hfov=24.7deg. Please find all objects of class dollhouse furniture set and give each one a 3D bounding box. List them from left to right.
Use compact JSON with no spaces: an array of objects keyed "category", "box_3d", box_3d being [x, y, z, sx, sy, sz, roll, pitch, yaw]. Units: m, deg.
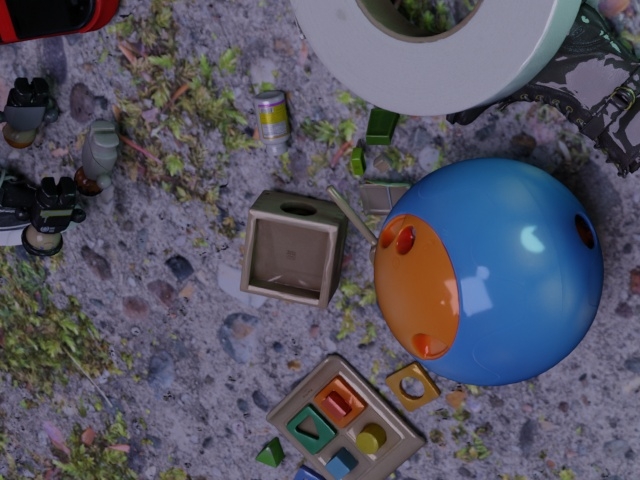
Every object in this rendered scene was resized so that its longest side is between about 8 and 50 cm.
[{"category":"dollhouse furniture set","box_3d":[0.087,-0.102,1.982,0.076,0.058,0.151,1,134,16]}]

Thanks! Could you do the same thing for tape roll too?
[{"category":"tape roll","box_3d":[0.130,-0.342,1.756,0.392,0.072,0.391,9,106,34]}]

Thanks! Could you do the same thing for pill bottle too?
[{"category":"pill bottle","box_3d":[-0.065,-0.161,2.010,0.043,0.043,0.083,2,115,23]}]

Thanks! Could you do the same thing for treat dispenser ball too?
[{"category":"treat dispenser ball","box_3d":[0.210,0.039,1.837,0.288,0.288,0.288,10,118,20]}]

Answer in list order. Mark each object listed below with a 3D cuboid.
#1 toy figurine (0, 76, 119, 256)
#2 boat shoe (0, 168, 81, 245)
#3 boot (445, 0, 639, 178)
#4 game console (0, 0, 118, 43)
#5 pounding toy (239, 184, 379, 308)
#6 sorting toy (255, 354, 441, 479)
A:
[{"category":"toy figurine","box_3d":[-0.409,-0.105,2.097,0.213,0.209,0.148,30,137,2]},{"category":"boat shoe","box_3d":[-0.497,-0.060,2.224,0.301,0.108,0.102,4,117,31]},{"category":"boot","box_3d":[0.308,-0.165,1.811,0.229,0.091,0.263,47,121,-2]},{"category":"game console","box_3d":[-0.466,-0.463,2.046,0.342,0.060,0.386,-2,112,31]},{"category":"pounding toy","box_3d":[0.007,-0.007,2.029,0.206,0.094,0.181,11,114,9]},{"category":"sorting toy","box_3d":[0.032,0.287,2.182,0.196,0.047,0.347,43,123,0]}]
